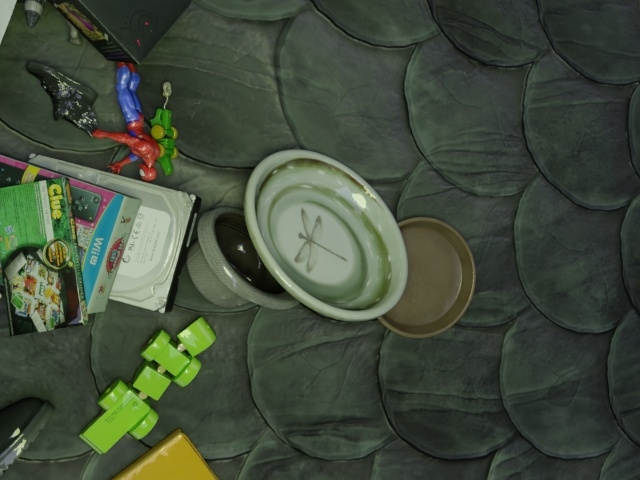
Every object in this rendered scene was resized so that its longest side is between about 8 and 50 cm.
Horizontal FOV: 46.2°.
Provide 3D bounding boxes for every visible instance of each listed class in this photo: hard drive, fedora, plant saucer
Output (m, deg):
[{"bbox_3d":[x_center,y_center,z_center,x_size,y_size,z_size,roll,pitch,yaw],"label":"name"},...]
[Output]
[{"bbox_3d":[-0.422,-0.015,1.440,0.339,0.064,0.237,15,87,6],"label":"hard drive"},{"bbox_3d":[-0.167,0.056,1.527,0.275,0.124,0.244,18,43,-50],"label":"fedora"},{"bbox_3d":[0.224,0.084,1.716,0.278,0.041,0.278,-1,92,-18],"label":"plant saucer"},{"bbox_3d":[0.000,0.000,1.554,0.400,0.100,0.400,21,49,-26],"label":"plant saucer"}]

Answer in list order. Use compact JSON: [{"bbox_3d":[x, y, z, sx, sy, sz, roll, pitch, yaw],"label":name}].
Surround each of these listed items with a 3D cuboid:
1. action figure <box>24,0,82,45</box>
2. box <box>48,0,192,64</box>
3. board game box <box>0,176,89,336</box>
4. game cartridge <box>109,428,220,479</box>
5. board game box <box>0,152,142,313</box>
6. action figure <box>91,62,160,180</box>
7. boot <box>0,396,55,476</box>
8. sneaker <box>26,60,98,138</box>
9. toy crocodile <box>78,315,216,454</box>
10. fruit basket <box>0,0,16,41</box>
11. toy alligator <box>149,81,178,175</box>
[{"bbox_3d":[-0.464,-0.545,1.414,0.341,0.178,0.330,15,97,-16],"label":"action figure"},{"bbox_3d":[-0.389,-0.464,1.320,0.165,0.143,0.270,-55,131,-14],"label":"box"},{"bbox_3d":[-0.486,0.028,1.301,0.136,0.030,0.260,-9,87,7],"label":"board game box"},{"bbox_3d":[-0.345,0.599,1.561,0.323,0.052,0.285,-35,102,-10],"label":"game cartridge"},{"bbox_3d":[-0.511,-0.020,1.367,0.303,0.097,0.224,18,89,5],"label":"board game box"},{"bbox_3d":[-0.402,-0.238,1.477,0.139,0.091,0.280,-20,85,8],"label":"action figure"},{"bbox_3d":[-0.778,0.304,1.373,0.367,0.146,0.445,-46,99,-11],"label":"boot"},{"bbox_3d":[-0.507,-0.275,1.471,0.170,0.051,0.089,26,80,-20],"label":"sneaker"},{"bbox_3d":[-0.349,0.288,1.525,0.115,0.105,0.340,42,85,-15],"label":"toy crocodile"},{"bbox_3d":[-0.718,-0.412,1.303,0.353,0.165,0.327,18,87,9],"label":"fruit basket"},{"bbox_3d":[-0.327,-0.226,1.531,0.051,0.056,0.190,0,93,23],"label":"toy alligator"}]
